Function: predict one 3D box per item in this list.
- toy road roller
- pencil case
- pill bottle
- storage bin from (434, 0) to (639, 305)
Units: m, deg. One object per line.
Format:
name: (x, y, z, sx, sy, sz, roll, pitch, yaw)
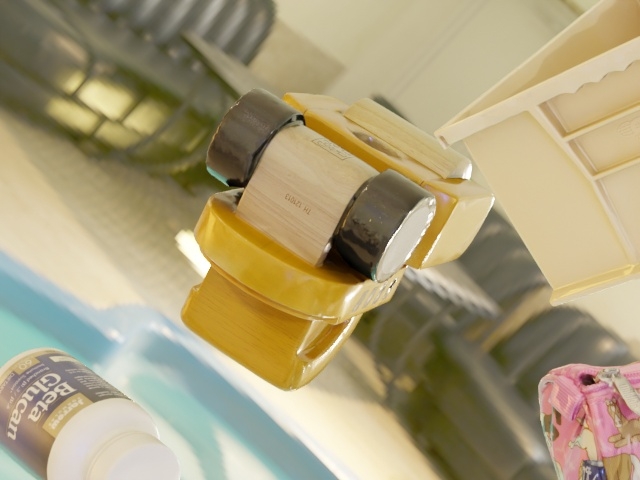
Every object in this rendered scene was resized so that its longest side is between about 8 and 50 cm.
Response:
toy road roller: (0.000, 0.000, 1.420, 0.202, 0.240, 0.329, 33, 18, 17)
pencil case: (0.400, 0.151, 1.341, 0.167, 0.386, 0.160, 99, -22, -78)
pill bottle: (-0.183, 0.154, 1.139, 0.169, 0.094, 0.094, 26, -6, 46)
storage bin: (0.250, -0.104, 0.825, 0.262, 0.260, 0.123, -38, 100, -45)
